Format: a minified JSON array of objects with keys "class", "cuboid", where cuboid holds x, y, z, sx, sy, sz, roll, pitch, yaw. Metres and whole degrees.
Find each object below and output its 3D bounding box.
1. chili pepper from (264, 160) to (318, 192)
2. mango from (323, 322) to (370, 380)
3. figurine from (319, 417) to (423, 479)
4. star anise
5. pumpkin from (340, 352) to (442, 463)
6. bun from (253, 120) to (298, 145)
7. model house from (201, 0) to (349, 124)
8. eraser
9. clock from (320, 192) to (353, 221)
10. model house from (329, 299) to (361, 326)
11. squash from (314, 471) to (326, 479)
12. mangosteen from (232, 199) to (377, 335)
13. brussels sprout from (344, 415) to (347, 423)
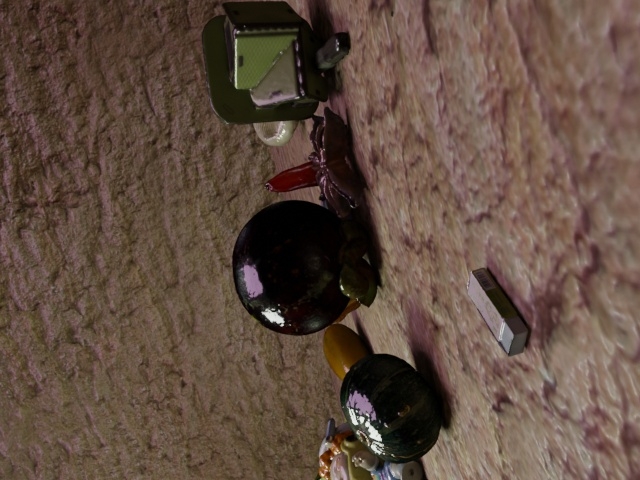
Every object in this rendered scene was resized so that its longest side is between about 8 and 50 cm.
[{"class":"chili pepper","cuboid":[-0.035,-0.134,1.115,0.088,0.169,0.064,102,152,-80]},{"class":"mango","cuboid":[0.082,0.325,1.449,0.253,0.113,0.138,-130,28,-58]},{"class":"figurine","cuboid":[0.149,0.580,1.299,0.382,0.205,0.224,-2,100,63]},{"class":"star anise","cuboid":[0.023,-0.143,0.998,0.172,0.063,0.207,153,100,-72]},{"class":"pumpkin","cuboid":[0.116,0.275,0.882,0.190,0.146,0.190,30,133,39]},{"class":"bun","cuboid":[-0.115,-0.363,1.536,0.183,0.102,0.183,8,100,48]},{"class":"model house","cuboid":[-0.076,-0.315,0.898,0.279,0.219,0.204,-161,63,-73]},{"class":"eraser","cuboid":[0.169,0.068,0.513,0.083,0.019,0.038,-113,11,-45]},{"class":"clock","cuboid":[0.036,-0.057,1.204,0.110,0.050,0.152,-112,10,-48]},{"class":"model house","cuboid":[0.002,0.117,1.325,0.229,0.200,0.219,-109,-6,-63]},{"class":"squash","cuboid":[0.126,0.817,1.723,0.309,0.311,0.310,0,-106,-78]},{"class":"mangosteen","cuboid":[-0.035,0.052,1.067,0.288,0.288,0.287,165,90,-83]},{"class":"brussels sprout","cuboid":[0.138,0.610,1.714,0.139,0.101,0.180,-137,32,-59]}]
